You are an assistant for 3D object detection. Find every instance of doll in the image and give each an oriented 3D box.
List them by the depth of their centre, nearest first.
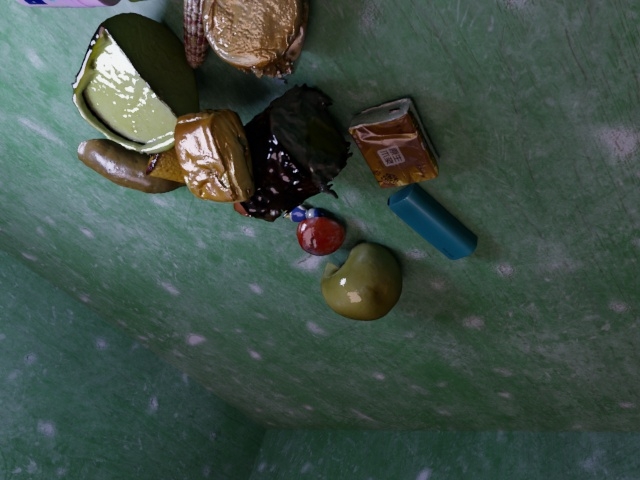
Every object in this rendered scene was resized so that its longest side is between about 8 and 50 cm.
[{"bbox_3d":[-0.055,-0.091,1.646,0.143,0.058,0.099,3,129,18],"label":"doll"}]

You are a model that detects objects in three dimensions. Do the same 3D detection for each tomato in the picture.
[{"bbox_3d":[0.000,0.000,1.661,0.173,0.099,0.189,5,157,-2],"label":"tomato"}]

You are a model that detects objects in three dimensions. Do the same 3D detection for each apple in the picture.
[{"bbox_3d":[0.146,0.173,1.725,0.258,0.233,0.295,43,138,-19],"label":"apple"}]

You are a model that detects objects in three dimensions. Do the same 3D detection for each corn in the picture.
[{"bbox_3d":[-0.310,-0.547,1.213,0.079,0.079,0.237,23,145,-2],"label":"corn"}]

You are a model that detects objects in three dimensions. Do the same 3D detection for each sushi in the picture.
[{"bbox_3d":[-0.098,-0.227,1.311,0.281,0.299,0.294,42,136,-24],"label":"sushi"}]

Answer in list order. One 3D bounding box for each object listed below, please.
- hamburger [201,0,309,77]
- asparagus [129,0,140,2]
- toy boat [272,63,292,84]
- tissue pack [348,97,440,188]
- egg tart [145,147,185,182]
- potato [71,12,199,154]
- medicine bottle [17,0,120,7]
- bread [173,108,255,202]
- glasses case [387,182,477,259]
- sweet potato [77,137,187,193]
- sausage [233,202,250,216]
[{"bbox_3d":[-0.143,-0.515,1.102,0.243,0.146,0.286,-24,111,25],"label":"hamburger"},{"bbox_3d":[-0.398,-0.625,1.188,0.178,0.041,0.045,-2,168,8],"label":"asparagus"},{"bbox_3d":[-0.100,-0.468,1.238,0.105,0.034,0.149,5,138,24],"label":"toy boat"},{"bbox_3d":[0.204,-0.260,1.305,0.183,0.092,0.226,-10,135,32],"label":"tissue pack"},{"bbox_3d":[-0.451,-0.280,1.500,0.171,0.215,0.215,22,144,-24],"label":"egg tart"},{"bbox_3d":[-0.502,-0.417,1.314,0.280,0.213,0.330,-19,125,32],"label":"potato"},{"bbox_3d":[-0.629,-0.653,1.165,0.254,0.152,0.152,8,140,16],"label":"medicine bottle"},{"bbox_3d":[-0.274,-0.208,1.201,0.210,0.099,0.235,8,117,36],"label":"bread"},{"bbox_3d":[0.353,-0.050,1.504,0.301,0.070,0.117,35,140,-20],"label":"glasses case"},{"bbox_3d":[-0.641,-0.246,1.655,0.369,0.158,0.158,23,142,-1],"label":"sweet potato"},{"bbox_3d":[-0.248,-0.197,1.578,0.097,0.094,0.348,11,147,3],"label":"sausage"}]
